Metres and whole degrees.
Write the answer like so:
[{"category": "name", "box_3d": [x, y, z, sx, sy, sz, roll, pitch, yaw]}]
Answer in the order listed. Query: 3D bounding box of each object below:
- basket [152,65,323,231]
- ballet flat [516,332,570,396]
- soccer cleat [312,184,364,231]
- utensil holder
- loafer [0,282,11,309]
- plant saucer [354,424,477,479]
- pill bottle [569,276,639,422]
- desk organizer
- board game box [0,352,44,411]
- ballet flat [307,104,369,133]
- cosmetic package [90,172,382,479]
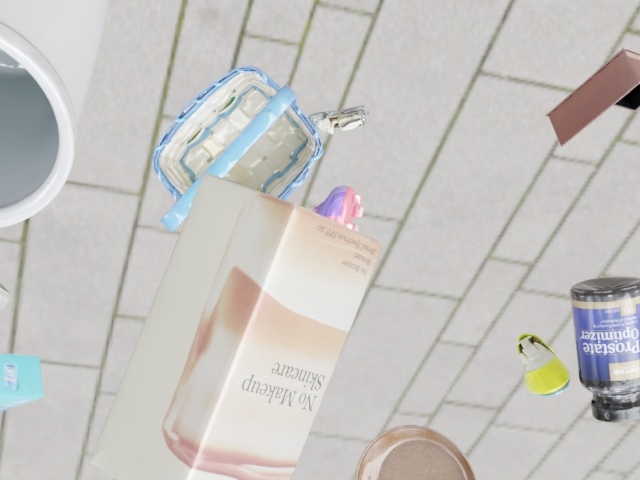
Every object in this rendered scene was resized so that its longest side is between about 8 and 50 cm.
[{"category": "basket", "box_3d": [-0.127, -0.123, 1.638, 0.255, 0.289, 0.201, -45, 99, 4]}, {"category": "ballet flat", "box_3d": [0.380, 0.211, 1.974, 0.077, 0.231, 0.077, -31, 95, 7]}, {"category": "soccer cleat", "box_3d": [0.000, 0.000, 1.525, 0.095, 0.083, 0.248, 15, 154, 4]}, {"category": "utensil holder", "box_3d": [-0.465, -0.255, 1.523, 0.327, 0.385, 0.328, 0, 129, 0]}, {"category": "loafer", "box_3d": [-0.622, -0.013, 1.899, 0.111, 0.319, 0.112, -42, 166, -9]}, {"category": "plant saucer", "box_3d": [0.147, 0.371, 1.670, 0.198, 0.199, 0.036, -24, 171, 24]}, {"category": "pill bottle", "box_3d": [0.474, 0.175, 1.812, 0.122, 0.123, 0.219, -8, 97, 6]}, {"category": "desk organizer", "box_3d": [0.331, -0.162, 1.314, 0.047, 0.050, 0.130, 9, 143, -36]}, {"category": "board game box", "box_3d": [-0.667, 0.244, 1.830, 0.253, 0.079, 0.336, -21, 161, 32]}, {"category": "ballet flat", "box_3d": [0.028, -0.203, 1.917, 0.114, 0.041, 0.041, -9, 140, 17]}, {"category": "cosmetic package", "box_3d": [-0.077, 0.105, 1.066, 0.129, 0.296, 0.153, 21, 180, 40]}]
